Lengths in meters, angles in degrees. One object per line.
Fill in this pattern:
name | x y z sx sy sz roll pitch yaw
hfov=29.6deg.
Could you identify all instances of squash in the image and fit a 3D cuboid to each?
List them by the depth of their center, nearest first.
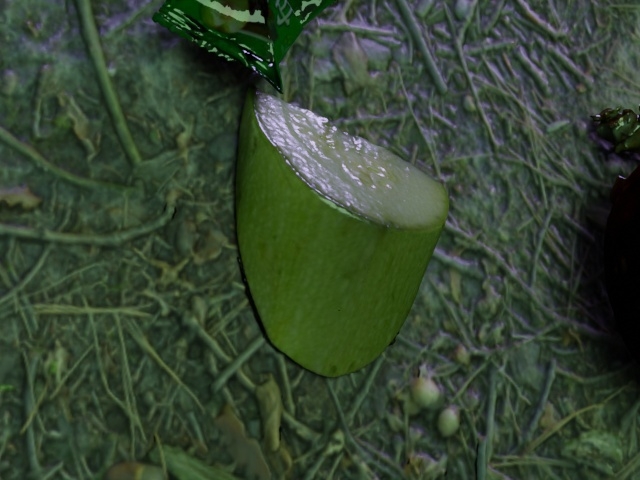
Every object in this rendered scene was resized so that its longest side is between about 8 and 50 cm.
squash | 0.000 0.000 1.173 0.237 0.155 0.204 23 32 -18

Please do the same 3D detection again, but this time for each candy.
candy | -0.064 -0.238 1.167 0.141 0.078 0.203 46 51 -22

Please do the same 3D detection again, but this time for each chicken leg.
chicken leg | 0.410 -0.115 1.362 0.228 0.088 0.103 -6 101 -24

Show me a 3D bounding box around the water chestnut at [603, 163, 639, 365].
water chestnut | 0.463 0.019 1.254 0.351 0.302 0.350 1 95 14
